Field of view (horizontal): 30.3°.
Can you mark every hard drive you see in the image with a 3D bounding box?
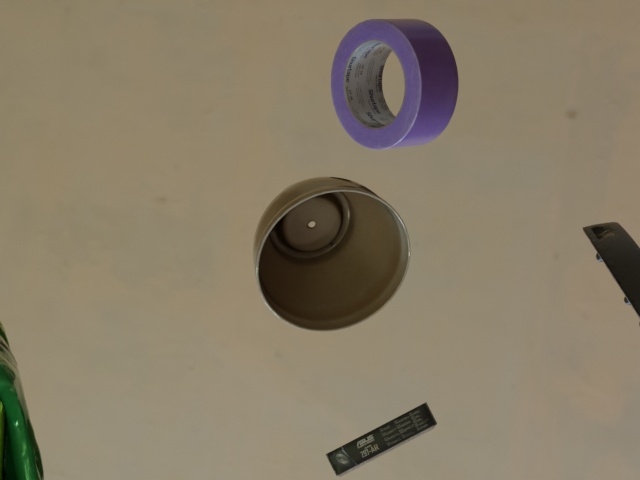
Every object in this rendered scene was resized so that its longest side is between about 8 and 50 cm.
[{"bbox_3d":[0.423,0.081,1.517,0.172,0.054,0.254,53,-168,-22],"label":"hard drive"}]

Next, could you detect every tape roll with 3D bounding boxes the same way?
[{"bbox_3d":[0.106,-0.228,1.724,0.080,0.189,0.189,-10,-70,-41],"label":"tape roll"}]

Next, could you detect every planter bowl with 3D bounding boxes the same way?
[{"bbox_3d":[0.000,0.000,1.238,0.109,0.162,0.162,-122,30,-60],"label":"planter bowl"}]

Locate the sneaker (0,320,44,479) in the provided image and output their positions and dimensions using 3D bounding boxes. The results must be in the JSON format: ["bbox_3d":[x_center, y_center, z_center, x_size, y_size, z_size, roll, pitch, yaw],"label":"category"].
[{"bbox_3d":[-0.201,0.180,0.618,0.123,0.109,0.295,23,114,59],"label":"sneaker"}]

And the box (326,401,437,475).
[{"bbox_3d":[0.046,0.150,0.884,0.018,0.083,0.067,63,178,12],"label":"box"}]
